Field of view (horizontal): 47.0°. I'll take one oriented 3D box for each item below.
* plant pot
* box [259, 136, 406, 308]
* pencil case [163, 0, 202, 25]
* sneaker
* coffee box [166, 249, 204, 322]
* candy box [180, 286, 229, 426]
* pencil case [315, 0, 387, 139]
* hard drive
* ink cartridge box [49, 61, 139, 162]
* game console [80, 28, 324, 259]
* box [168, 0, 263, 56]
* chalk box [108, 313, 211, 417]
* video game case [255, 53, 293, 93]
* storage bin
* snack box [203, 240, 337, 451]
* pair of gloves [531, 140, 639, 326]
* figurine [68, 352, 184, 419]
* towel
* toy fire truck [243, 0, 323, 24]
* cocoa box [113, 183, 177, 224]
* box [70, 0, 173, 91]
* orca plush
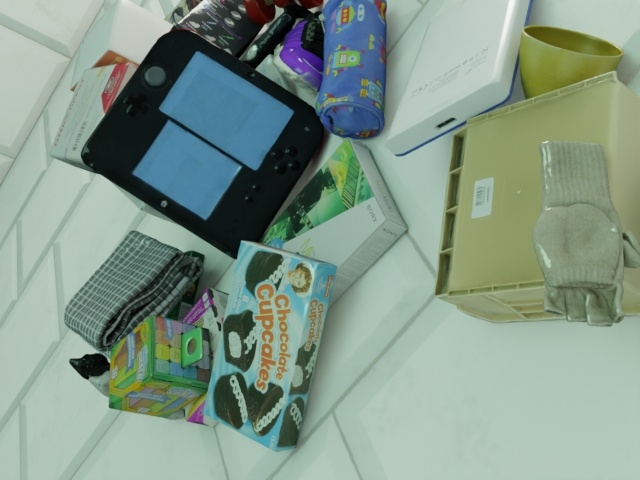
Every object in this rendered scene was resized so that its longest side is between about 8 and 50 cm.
[{"bbox_3d":[0.326,-0.225,0.996,0.134,0.134,0.095,-126,40,-51],"label":"plant pot"},{"bbox_3d":[0.000,0.000,1.338,0.322,0.058,0.232,-47,40,25],"label":"box"},{"bbox_3d":[-0.324,-0.578,1.990,0.410,0.160,0.183,-24,62,44],"label":"pencil case"},{"bbox_3d":[-0.018,-0.401,1.509,0.146,0.102,0.293,-46,25,17],"label":"sneaker"},{"bbox_3d":[-0.331,0.119,1.715,0.113,0.040,0.184,-14,61,48],"label":"coffee box"},{"bbox_3d":[-0.222,0.232,1.486,0.159,0.071,0.233,-50,39,22],"label":"candy box"},{"bbox_3d":[0.058,-0.338,1.386,0.133,0.119,0.306,-1,64,8],"label":"pencil case"},{"bbox_3d":[0.221,-0.283,1.132,0.210,0.040,0.319,-25,33,44],"label":"hard drive"},{"bbox_3d":[-0.461,-0.257,1.612,0.306,0.131,0.226,16,83,57],"label":"ink cartridge box"},{"bbox_3d":[-0.222,-0.198,1.454,0.342,0.386,0.060,-58,1,-12],"label":"game console"},{"bbox_3d":[-0.257,-0.469,1.733,0.165,0.143,0.270,-39,16,45],"label":"box"},{"bbox_3d":[-0.295,0.234,1.402,0.213,0.132,0.132,-38,45,36],"label":"chalk box"},{"bbox_3d":[-0.123,-0.311,1.652,0.143,0.019,0.157,-39,67,34],"label":"video game case"},{"bbox_3d":[0.286,-0.040,0.935,0.260,0.123,0.262,-12,62,50],"label":"storage bin"},{"bbox_3d":[-0.091,0.176,1.274,0.187,0.060,0.322,15,93,39],"label":"snack box"},{"bbox_3d":[0.339,-0.003,0.765,0.042,0.240,0.204,104,175,-72],"label":"pair of gloves"},{"bbox_3d":[-0.409,0.303,1.570,0.215,0.209,0.092,12,81,54],"label":"figurine"},{"bbox_3d":[-0.417,0.114,1.616,0.235,0.121,0.284,11,57,53],"label":"towel"},{"bbox_3d":[-0.115,-0.655,1.654,0.169,0.302,0.254,-10,66,27],"label":"toy fire truck"},{"bbox_3d":[-0.322,-0.178,1.703,0.347,0.231,0.228,32,97,55],"label":"cocoa box"},{"bbox_3d":[-0.412,-0.415,1.853,0.215,0.345,0.168,-25,52,44],"label":"box"},{"bbox_3d":[-0.107,-0.417,1.712,0.287,0.102,0.151,-40,-2,26],"label":"orca plush"}]
